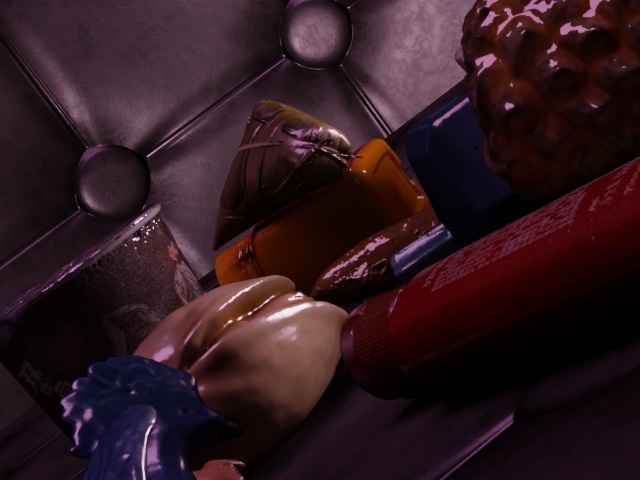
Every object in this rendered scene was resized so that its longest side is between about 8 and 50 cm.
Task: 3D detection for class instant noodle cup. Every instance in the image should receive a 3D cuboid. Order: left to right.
[{"bbox_3d":[-0.177,0.107,1.472,0.217,0.207,0.217,-35,7,5],"label":"instant noodle cup"}]

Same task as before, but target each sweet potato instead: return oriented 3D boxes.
[{"bbox_3d":[0.080,0.008,1.506,0.206,0.060,0.068,-36,43,-10],"label":"sweet potato"}]

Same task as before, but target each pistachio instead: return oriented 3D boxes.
[{"bbox_3d":[-0.067,0.104,1.235,0.144,0.144,0.215,-31,-2,44],"label":"pistachio"}]

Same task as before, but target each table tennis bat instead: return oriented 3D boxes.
[{"bbox_3d":[0.150,-0.024,1.452,0.201,0.033,0.124,-34,4,1],"label":"table tennis bat"}]

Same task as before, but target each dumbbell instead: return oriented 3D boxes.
[{"bbox_3d":[0.222,-0.110,1.158,0.325,0.160,0.144,-37,37,-9],"label":"dumbbell"}]

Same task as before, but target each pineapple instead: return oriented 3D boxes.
[{"bbox_3d":[0.269,-0.130,0.970,0.361,0.175,0.175,-14,12,15],"label":"pineapple"}]

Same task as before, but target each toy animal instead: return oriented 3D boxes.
[{"bbox_3d":[-0.085,0.162,0.694,0.255,0.176,0.239,-46,-24,-45],"label":"toy animal"}]

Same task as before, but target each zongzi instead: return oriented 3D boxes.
[{"bbox_3d":[-0.042,-0.046,1.651,0.178,0.081,0.189,-63,29,3],"label":"zongzi"}]

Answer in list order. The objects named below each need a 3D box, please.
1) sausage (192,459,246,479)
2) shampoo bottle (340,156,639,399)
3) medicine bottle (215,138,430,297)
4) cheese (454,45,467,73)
[{"bbox_3d":[-0.132,0.227,0.841,0.289,0.086,0.086,-38,6,-20],"label":"sausage"},{"bbox_3d":[0.128,0.025,0.956,0.118,0.076,0.314,-42,7,-40],"label":"shampoo bottle"},{"bbox_3d":[0.000,-0.001,1.742,0.222,0.112,0.149,-34,8,21],"label":"medicine bottle"},{"bbox_3d":[0.296,-0.224,1.574,0.292,0.153,0.332,-32,9,44],"label":"cheese"}]
